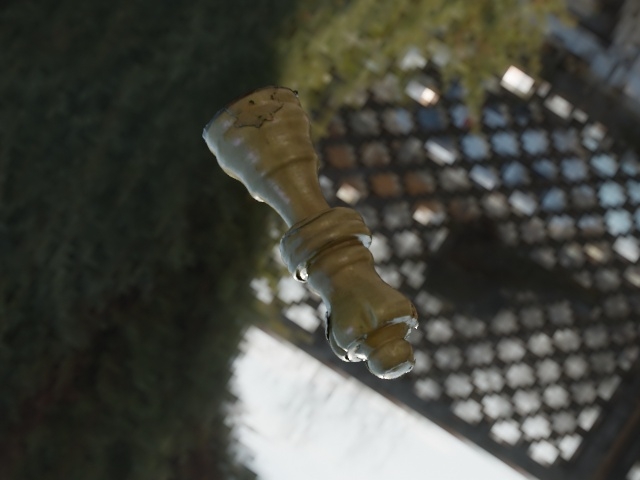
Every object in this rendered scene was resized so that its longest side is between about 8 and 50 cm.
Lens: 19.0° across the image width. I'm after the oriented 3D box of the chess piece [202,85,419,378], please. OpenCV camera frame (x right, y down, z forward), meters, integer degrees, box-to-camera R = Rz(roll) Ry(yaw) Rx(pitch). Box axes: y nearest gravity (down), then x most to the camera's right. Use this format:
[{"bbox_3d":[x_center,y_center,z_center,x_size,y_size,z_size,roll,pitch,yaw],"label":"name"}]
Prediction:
[{"bbox_3d":[0.001,0.000,1.006,0.172,0.060,0.060,60,-166,23],"label":"chess piece"}]
